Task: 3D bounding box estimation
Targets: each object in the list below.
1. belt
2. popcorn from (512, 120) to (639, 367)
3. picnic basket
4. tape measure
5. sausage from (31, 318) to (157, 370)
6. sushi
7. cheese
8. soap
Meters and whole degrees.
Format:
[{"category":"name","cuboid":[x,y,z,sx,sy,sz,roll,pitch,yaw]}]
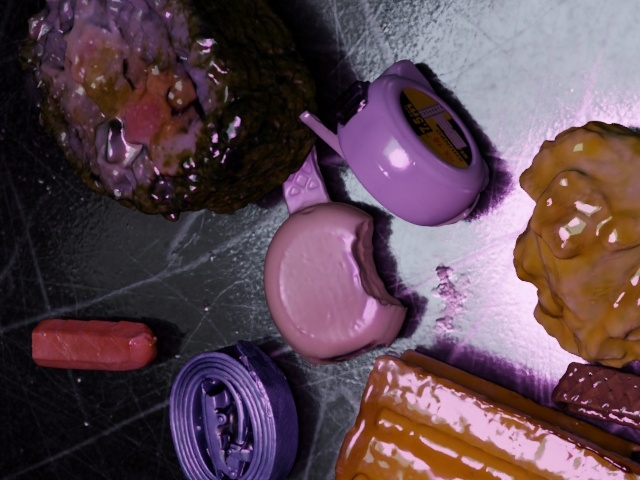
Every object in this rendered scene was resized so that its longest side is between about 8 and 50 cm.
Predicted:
[{"category":"belt","cuboid":[-0.103,0.216,1.913,0.141,0.082,0.190,-10,90,23]},{"category":"popcorn","cuboid":[0.325,0.008,1.688,0.242,0.235,0.250,34,143,20]},{"category":"picnic basket","cuboid":[0.352,0.177,1.740,0.193,0.110,0.055,11,80,18]},{"category":"tape measure","cuboid":[0.091,-0.100,1.776,0.105,0.178,0.196,-40,79,29]},{"category":"sausage","cuboid":[-0.271,0.130,1.981,0.169,0.065,0.065,1,93,20]},{"category":"sushi","cuboid":[-0.184,-0.188,1.838,0.294,0.178,0.352,-42,70,32]},{"category":"cheese","cuboid":[0.000,0.000,1.866,0.163,0.082,0.286,-15,87,19]},{"category":"soap","cuboid":[0.174,0.321,1.776,0.338,0.169,0.304,22,100,19]}]
